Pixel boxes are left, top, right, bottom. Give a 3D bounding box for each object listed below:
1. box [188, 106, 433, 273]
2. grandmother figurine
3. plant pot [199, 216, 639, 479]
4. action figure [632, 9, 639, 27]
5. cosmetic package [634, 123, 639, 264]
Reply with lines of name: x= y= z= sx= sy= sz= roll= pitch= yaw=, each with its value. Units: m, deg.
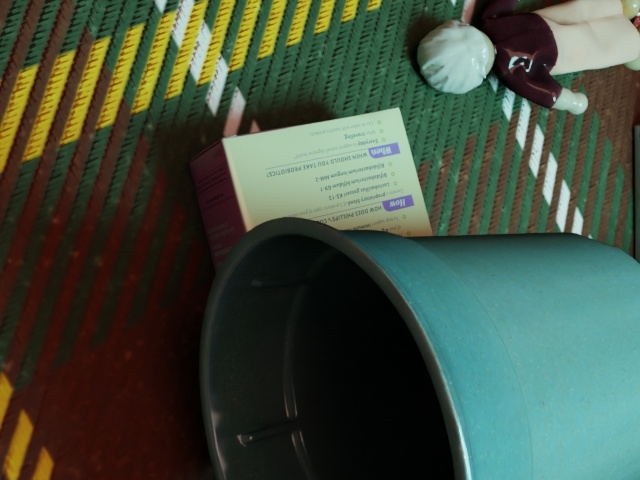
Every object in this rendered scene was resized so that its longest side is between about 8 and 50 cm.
box: x=0.000 y=0.000 z=0.959 sx=0.213 sy=0.117 sz=0.243 roll=-14 pitch=89 yaw=-27
grandmother figurine: x=0.280 y=-0.249 z=1.149 sx=0.342 sy=0.104 sz=0.208 roll=-12 pitch=61 yaw=-24
plant pot: x=0.122 y=0.135 z=0.778 sx=0.334 sy=0.341 sz=0.341 roll=-7 pitch=86 yaw=-36
action figure: x=0.484 y=-0.287 z=1.289 sx=0.038 sy=0.030 sz=0.115 roll=-38 pitch=98 yaw=-20
cosmetic package: x=0.546 y=-0.063 z=1.176 sx=0.138 sy=0.224 sz=0.224 roll=8 pitch=79 yaw=-25
